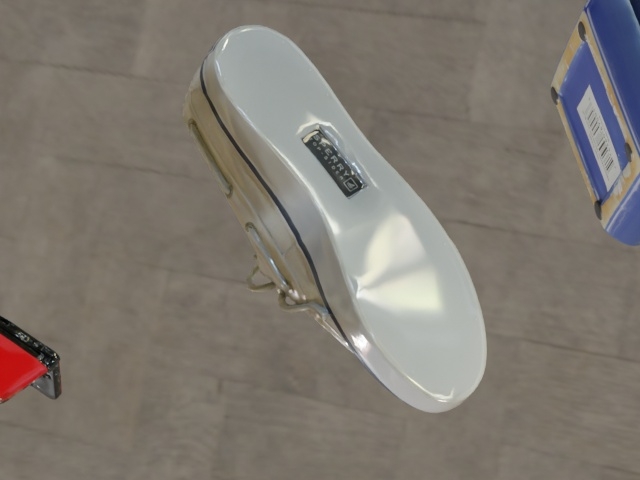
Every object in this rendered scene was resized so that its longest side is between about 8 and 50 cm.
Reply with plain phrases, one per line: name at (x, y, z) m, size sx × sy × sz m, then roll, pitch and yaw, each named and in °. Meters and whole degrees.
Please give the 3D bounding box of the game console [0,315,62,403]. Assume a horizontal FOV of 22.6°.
game console at (-0.311, 0.103, 1.421) m, size 0.144 × 0.124 × 0.085 m, roll 33°, pitch 62°, yaw 12°

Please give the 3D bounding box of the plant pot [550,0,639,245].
plant pot at (0.352, -0.132, 1.506) m, size 0.212 × 0.236 × 0.236 m, roll -14°, pitch 72°, yaw -9°

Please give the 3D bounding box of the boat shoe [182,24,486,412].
boat shoe at (-0.007, 0.003, 1.381) m, size 0.367 × 0.136 × 0.156 m, roll 54°, pitch 144°, yaw 4°
